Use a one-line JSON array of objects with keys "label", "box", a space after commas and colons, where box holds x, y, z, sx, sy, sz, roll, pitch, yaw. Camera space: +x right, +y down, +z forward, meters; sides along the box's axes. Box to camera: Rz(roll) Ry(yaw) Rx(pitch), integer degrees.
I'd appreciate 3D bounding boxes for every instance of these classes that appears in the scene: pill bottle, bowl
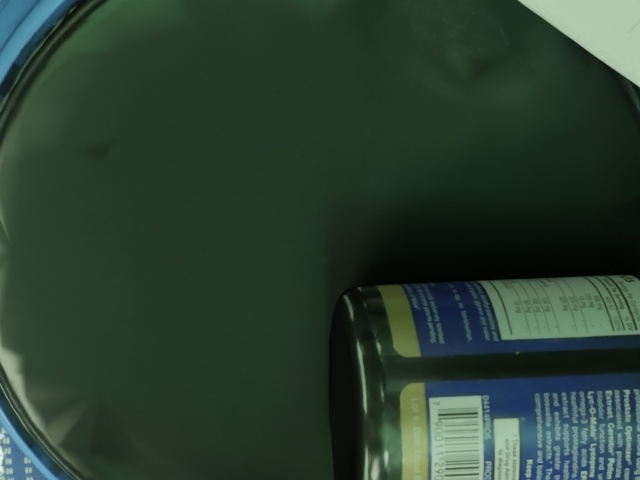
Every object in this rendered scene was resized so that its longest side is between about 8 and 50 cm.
[{"label": "pill bottle", "box": [0.118, 0.077, 0.681, 0.219, 0.123, 0.123, -2, 108, -6]}, {"label": "bowl", "box": [0.000, 0.000, 0.746, 0.391, 0.077, 0.391, -2, 112, -5]}]

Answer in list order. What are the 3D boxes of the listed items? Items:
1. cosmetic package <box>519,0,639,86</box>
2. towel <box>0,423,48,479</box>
[{"label": "cosmetic package", "box": [0.093, -0.241, 0.562, 0.453, 0.161, 0.230, 32, 119, -21]}, {"label": "towel", "box": [-0.123, 0.059, 0.827, 0.336, 0.040, 0.243, -3, 110, -2]}]
